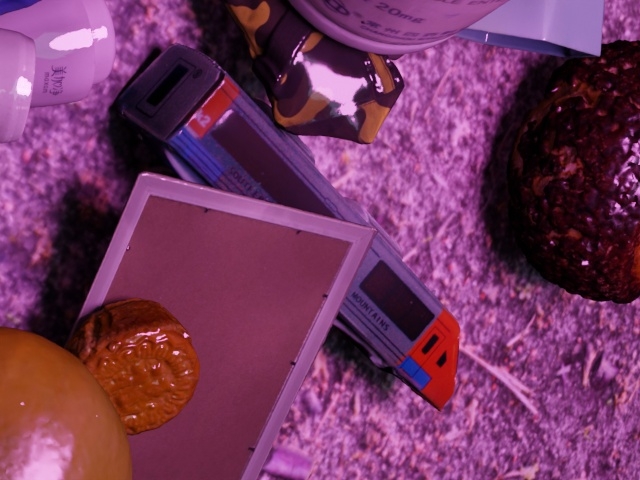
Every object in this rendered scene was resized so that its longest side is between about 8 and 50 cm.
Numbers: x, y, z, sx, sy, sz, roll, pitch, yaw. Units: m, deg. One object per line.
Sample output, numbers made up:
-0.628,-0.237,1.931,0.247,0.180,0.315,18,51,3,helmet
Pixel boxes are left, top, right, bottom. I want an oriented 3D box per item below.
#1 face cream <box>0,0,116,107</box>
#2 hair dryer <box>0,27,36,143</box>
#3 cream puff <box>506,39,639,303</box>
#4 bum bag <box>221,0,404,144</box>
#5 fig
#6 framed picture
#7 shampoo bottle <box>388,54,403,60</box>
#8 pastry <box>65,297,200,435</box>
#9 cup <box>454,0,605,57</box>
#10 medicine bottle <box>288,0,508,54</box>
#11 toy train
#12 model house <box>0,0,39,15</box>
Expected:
-0.191,-0.132,1.100,0.095,0.091,0.091,-18,114,-31,face cream
-0.260,-0.035,1.020,0.131,0.073,0.236,9,127,-18,hair dryer
0.261,-0.065,1.482,0.239,0.165,0.239,-46,152,-33,cream puff
-0.023,-0.171,1.211,0.107,0.060,0.232,-28,89,-23,bum bag
-0.225,0.174,1.065,0.207,0.207,0.230,20,61,-45,fig
-0.097,0.085,1.234,0.217,0.017,0.274,15,109,-37,framed picture
0.032,-0.234,1.288,0.079,0.080,0.246,5,98,-42,shampoo bottle
-0.133,0.090,1.166,0.097,0.057,0.109,-50,129,6,pastry
0.185,-0.277,1.383,0.134,0.148,0.235,-8,111,-76,cup
0.100,-0.252,1.060,0.190,0.332,0.189,4,79,-21,medicine bottle
0.000,0.000,1.314,0.089,0.086,0.409,-49,131,-5,toy train
-0.176,-0.224,0.951,0.329,0.295,0.251,-41,130,-21,model house
